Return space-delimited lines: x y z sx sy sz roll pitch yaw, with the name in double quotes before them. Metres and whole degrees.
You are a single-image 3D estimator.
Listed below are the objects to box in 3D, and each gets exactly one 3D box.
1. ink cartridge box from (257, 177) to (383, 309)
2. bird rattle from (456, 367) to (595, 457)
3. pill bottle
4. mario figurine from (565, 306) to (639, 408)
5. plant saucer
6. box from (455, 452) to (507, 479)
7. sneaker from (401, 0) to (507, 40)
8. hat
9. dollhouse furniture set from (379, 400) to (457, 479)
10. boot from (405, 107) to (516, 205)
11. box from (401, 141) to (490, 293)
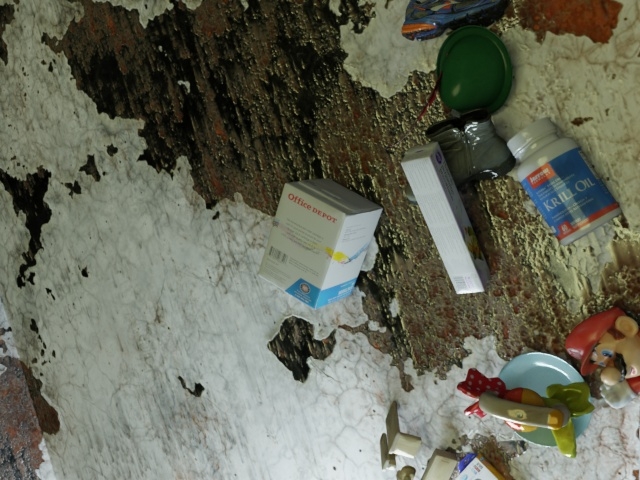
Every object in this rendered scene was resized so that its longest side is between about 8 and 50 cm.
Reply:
"ink cartridge box" 0.000 0.000 1.644 0.171 0.168 0.233 30 113 26
"bird rattle" 0.380 0.306 1.386 0.253 0.207 0.143 17 89 21
"pill bottle" 0.442 -0.112 1.356 0.124 0.124 0.221 -38 76 32
"mario figurine" 0.589 0.238 1.288 0.320 0.170 0.198 17 104 29
"plant saucer" 0.451 0.315 1.473 0.195 0.037 0.195 7 102 34
"box" 0.355 0.525 1.578 0.136 0.028 0.081 43 118 19
"sneaker" 0.259 -0.462 1.453 0.221 0.083 0.087 -3 88 31
"hat" 0.247 -0.291 1.402 0.173 0.183 0.208 17 122 39
"dollhouse furniture set" 0.216 0.475 1.663 0.151 0.123 0.144 17 111 -6
"boot" 0.248 -0.172 1.451 0.246 0.161 0.083 -22 43 29
"box" 0.253 -0.038 1.450 0.067 0.063 0.324 -11 119 33
